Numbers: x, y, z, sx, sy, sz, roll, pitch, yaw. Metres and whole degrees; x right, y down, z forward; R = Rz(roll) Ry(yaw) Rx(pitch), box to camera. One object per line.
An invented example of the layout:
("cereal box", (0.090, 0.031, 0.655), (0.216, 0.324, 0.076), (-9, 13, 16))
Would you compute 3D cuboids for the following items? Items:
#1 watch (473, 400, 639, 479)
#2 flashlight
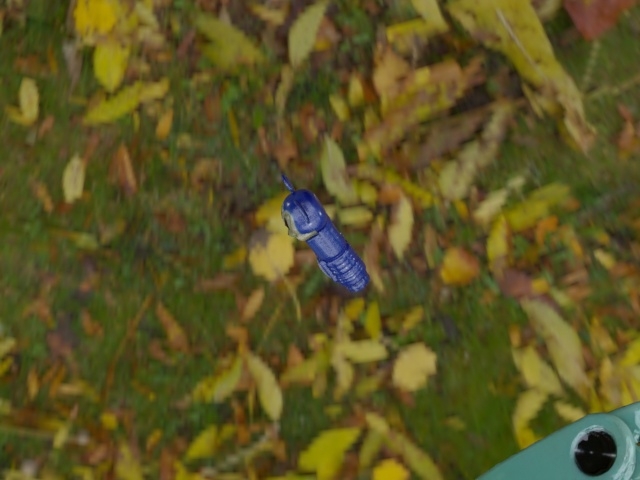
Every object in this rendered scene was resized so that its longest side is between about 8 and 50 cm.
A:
("watch", (0.181, 0.170, 1.250), (0.237, 0.068, 0.195), (-29, 153, 24))
("flashlight", (0.000, 0.000, 1.543), (0.035, 0.057, 0.121), (-33, 131, 4))
